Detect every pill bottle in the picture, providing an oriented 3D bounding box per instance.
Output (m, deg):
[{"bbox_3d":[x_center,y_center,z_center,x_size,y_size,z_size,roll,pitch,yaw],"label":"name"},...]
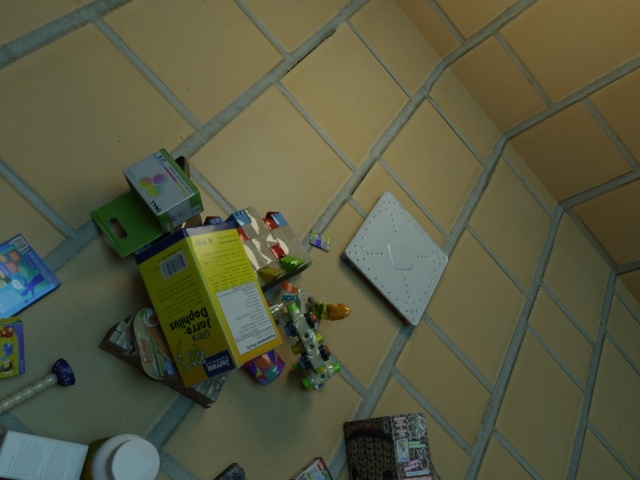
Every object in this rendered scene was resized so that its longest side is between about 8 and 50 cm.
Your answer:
[{"bbox_3d":[-0.451,0.504,1.273,0.136,0.245,0.137,16,61,-32],"label":"pill bottle"}]

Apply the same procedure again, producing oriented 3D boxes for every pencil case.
[{"bbox_3d":[-0.208,0.308,1.651,0.236,0.104,0.104,49,49,-7],"label":"pencil case"}]

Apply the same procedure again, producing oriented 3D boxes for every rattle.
[{"bbox_3d":[-0.020,0.192,1.785,0.130,0.142,0.200,-56,130,-37],"label":"rattle"}]

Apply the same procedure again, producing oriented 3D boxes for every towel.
[{"bbox_3d":[0.000,0.000,2.002,0.083,0.009,0.060,26,58,-27],"label":"towel"}]

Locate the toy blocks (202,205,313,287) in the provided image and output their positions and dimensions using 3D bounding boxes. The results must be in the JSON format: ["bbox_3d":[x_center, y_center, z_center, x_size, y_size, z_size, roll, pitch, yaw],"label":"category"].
[{"bbox_3d":[-0.202,0.018,1.744,0.381,0.190,0.261,-24,77,-52],"label":"toy blocks"}]

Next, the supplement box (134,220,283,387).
[{"bbox_3d":[-0.282,0.155,1.452,0.194,0.195,0.357,-13,79,-59],"label":"supplement box"}]

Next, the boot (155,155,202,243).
[{"bbox_3d":[-0.406,-0.105,1.670,0.115,0.112,0.306,28,49,-43],"label":"boot"}]

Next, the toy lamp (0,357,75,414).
[{"bbox_3d":[-0.689,0.361,1.267,0.274,0.080,0.080,-27,88,-43],"label":"toy lamp"}]

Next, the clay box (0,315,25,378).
[{"bbox_3d":[-0.767,0.247,1.236,0.221,0.053,0.128,-7,108,-40],"label":"clay box"}]

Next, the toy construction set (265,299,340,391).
[{"bbox_3d":[-0.057,0.301,1.703,0.151,0.215,0.328,-38,94,-9],"label":"toy construction set"}]

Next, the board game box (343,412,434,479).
[{"bbox_3d":[0.206,0.680,1.712,0.141,0.232,0.291,7,66,-34],"label":"board game box"}]

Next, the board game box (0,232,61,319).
[{"bbox_3d":[-0.754,0.104,1.348,0.160,0.047,0.210,54,48,-6],"label":"board game box"}]

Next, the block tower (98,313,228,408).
[{"bbox_3d":[-0.398,0.317,1.499,0.335,0.097,0.091,37,52,-20],"label":"block tower"}]

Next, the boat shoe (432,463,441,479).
[{"bbox_3d":[0.316,0.742,1.869,0.302,0.109,0.098,55,9,-4],"label":"boat shoe"}]

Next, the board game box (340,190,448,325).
[{"bbox_3d":[0.290,0.065,2.170,0.390,0.050,0.390,46,49,-12],"label":"board game box"}]

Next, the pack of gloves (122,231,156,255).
[{"bbox_3d":[-0.441,0.028,1.639,0.232,0.046,0.195,50,47,5],"label":"pack of gloves"}]

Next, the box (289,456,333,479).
[{"bbox_3d":[0.004,0.751,1.654,0.114,0.036,0.207,-26,88,-42],"label":"box"}]

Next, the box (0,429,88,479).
[{"bbox_3d":[-0.614,0.477,1.236,0.170,0.130,0.091,23,59,-27],"label":"box"}]

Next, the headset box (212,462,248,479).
[{"bbox_3d":[-0.236,0.639,1.522,0.083,0.032,0.062,-30,90,-40],"label":"headset box"}]

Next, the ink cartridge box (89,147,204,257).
[{"bbox_3d":[-0.471,-0.101,1.527,0.255,0.097,0.189,-34,67,-20],"label":"ink cartridge box"}]

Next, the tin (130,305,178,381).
[{"bbox_3d":[-0.412,0.258,1.431,0.106,0.040,0.190,-5,72,-43],"label":"tin"}]
